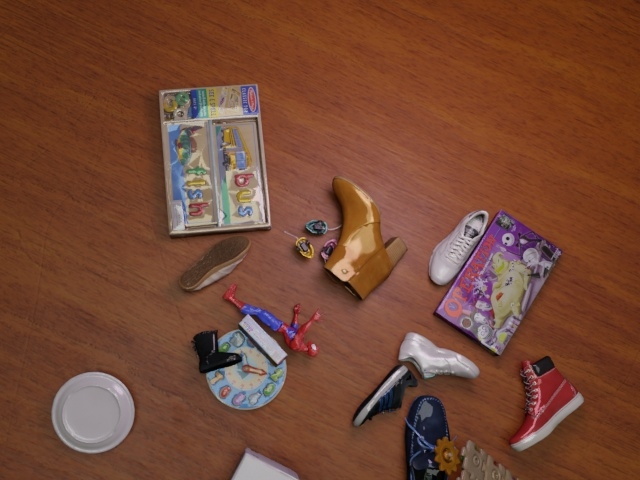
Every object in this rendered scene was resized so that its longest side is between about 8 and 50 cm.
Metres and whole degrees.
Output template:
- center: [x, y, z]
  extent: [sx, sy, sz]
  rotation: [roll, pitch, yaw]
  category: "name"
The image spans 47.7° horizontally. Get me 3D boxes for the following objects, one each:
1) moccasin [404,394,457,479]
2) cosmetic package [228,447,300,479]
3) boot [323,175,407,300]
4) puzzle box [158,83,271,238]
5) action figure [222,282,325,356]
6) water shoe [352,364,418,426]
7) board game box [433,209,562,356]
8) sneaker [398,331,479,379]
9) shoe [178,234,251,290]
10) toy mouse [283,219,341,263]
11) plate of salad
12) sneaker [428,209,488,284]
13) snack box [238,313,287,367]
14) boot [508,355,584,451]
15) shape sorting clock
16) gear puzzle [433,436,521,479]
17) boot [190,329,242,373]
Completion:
- center: [0.284, 0.562, 1.811]
  extent: [0.138, 0.117, 0.341]
  rotation: [0, 78, -6]
  category: "moccasin"
- center: [-0.157, 0.617, 1.735]
  extent: [0.152, 0.151, 0.183]
  rotation: [28, 78, 0]
  category: "cosmetic package"
- center: [0.076, -0.004, 1.901]
  extent: [0.211, 0.104, 0.295]
  rotation: [-43, 95, -21]
  category: "boot"
- center: [-0.283, -0.215, 1.944]
  extent: [0.272, 0.052, 0.408]
  rotation: [-6, 79, -8]
  category: "puzzle box"
- center: [-0.099, 0.182, 1.860]
  extent: [0.280, 0.091, 0.139]
  rotation: [39, 86, 3]
  category: "action figure"
- center: [0.169, 0.412, 1.853]
  extent: [0.080, 0.073, 0.203]
  rotation: [44, 78, 1]
  category: "water shoe"
- center: [0.483, 0.113, 1.962]
  extent: [0.208, 0.056, 0.346]
  rotation: [33, 77, 6]
  category: "board game box"
- center: [0.303, 0.325, 1.879]
  extent: [0.212, 0.080, 0.094]
  rotation: [24, 65, 9]
  category: "sneaker"
- center: [-0.274, 0.062, 1.891]
  extent: [0.219, 0.058, 0.076]
  rotation: [-35, 64, -15]
  category: "shoe"
- center: [0.000, 0.000, 1.938]
  extent: [0.143, 0.031, 0.161]
  rotation: [-40, 90, -24]
  category: "toy mouse"
- center: [-0.559, 0.423, 1.786]
  extent: [0.200, 0.048, 0.199]
  rotation: [0, 89, -5]
  category: "plate of salad"
- center: [0.371, 0.015, 1.945]
  extent: [0.090, 0.095, 0.235]
  rotation: [33, 79, 0]
  category: "sneaker"
- center: [-0.145, 0.251, 1.800]
  extent: [0.037, 0.100, 0.141]
  rotation: [-43, 84, -15]
  category: "snack box"
- center: [0.545, 0.417, 1.888]
  extent: [0.244, 0.088, 0.176]
  rotation: [-36, 84, -20]
  category: "boot"
- center: [-0.190, 0.327, 1.848]
  extent: [0.206, 0.040, 0.206]
  rotation: [1, 78, -6]
  category: "shape sorting clock"
- center: [0.377, 0.596, 1.770]
  extent: [0.339, 0.044, 0.175]
  rotation: [41, 48, -25]
  category: "gear puzzle"
- center: [-0.263, 0.273, 1.823]
  extent: [0.121, 0.045, 0.099]
  rotation: [-17, 64, 9]
  category: "boot"
